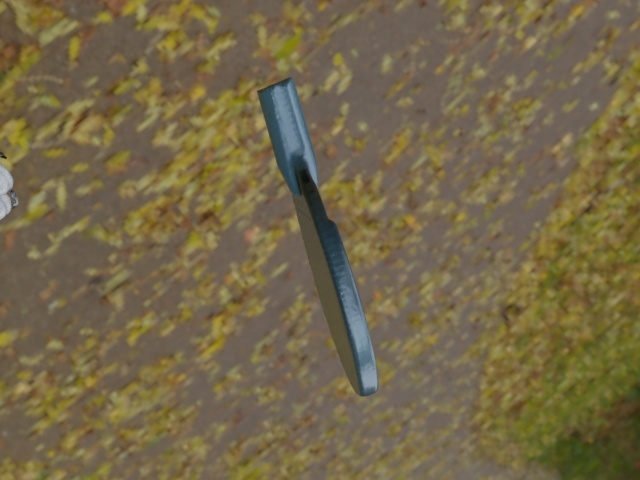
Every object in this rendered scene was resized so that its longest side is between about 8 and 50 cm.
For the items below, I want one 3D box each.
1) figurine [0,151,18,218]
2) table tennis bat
[{"bbox_3d":[-0.147,0.006,0.425,0.106,0.047,0.060,-53,-170,-36],"label":"figurine"},{"bbox_3d":[0.000,0.000,0.579,0.019,0.155,0.100,-17,-171,-5],"label":"table tennis bat"}]
